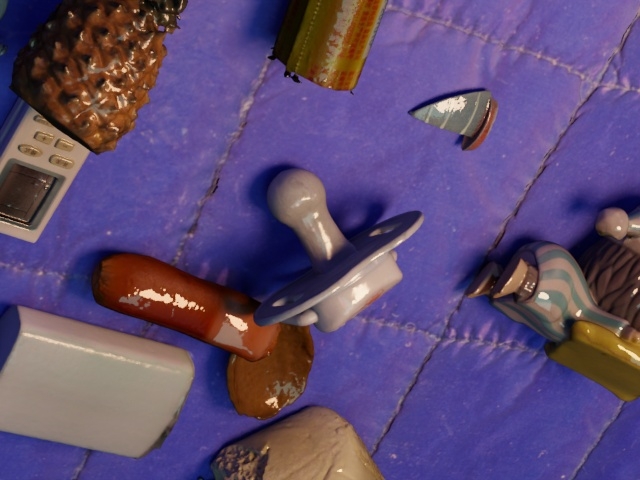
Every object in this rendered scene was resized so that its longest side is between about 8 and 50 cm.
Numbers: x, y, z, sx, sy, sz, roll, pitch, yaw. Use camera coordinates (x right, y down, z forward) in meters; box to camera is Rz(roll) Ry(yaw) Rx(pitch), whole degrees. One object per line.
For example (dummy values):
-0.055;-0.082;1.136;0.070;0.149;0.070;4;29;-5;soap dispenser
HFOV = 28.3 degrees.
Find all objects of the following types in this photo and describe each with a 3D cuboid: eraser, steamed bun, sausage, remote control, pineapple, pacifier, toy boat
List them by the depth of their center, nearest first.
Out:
-0.211;-0.271;1.437;0.169;0.169;0.340;34;87;-39;pineapple
0.035;-0.342;1.555;0.125;0.117;0.317;-6;127;-40;sausage
-0.342;-0.125;1.585;0.103;0.055;0.277;20;114;-35;remote control
0.000;0.000;1.786;0.287;0.238;0.226;-32;102;-22;pacifier
-0.188;0.093;1.797;0.300;0.083;0.089;24;73;-30;sausage
0.190;-0.180;1.808;0.122;0.034;0.096;14;113;-31;toy boat
-0.342;0.208;1.812;0.290;0.104;0.189;20;119;-35;eraser
-0.009;0.447;2.046;0.273;0.272;0.290;-35;136;3;steamed bun

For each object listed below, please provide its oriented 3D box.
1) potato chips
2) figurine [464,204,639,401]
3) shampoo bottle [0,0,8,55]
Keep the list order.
-0.081;0.187;1.953;0.150;0.049;0.201;-20;126;-16;potato chips
0.481;0.024;2.037;0.361;0.266;0.377;32;75;-13;figurine
-0.390;-0.277;1.452;0.077;0.045;0.152;-24;130;-9;shampoo bottle
